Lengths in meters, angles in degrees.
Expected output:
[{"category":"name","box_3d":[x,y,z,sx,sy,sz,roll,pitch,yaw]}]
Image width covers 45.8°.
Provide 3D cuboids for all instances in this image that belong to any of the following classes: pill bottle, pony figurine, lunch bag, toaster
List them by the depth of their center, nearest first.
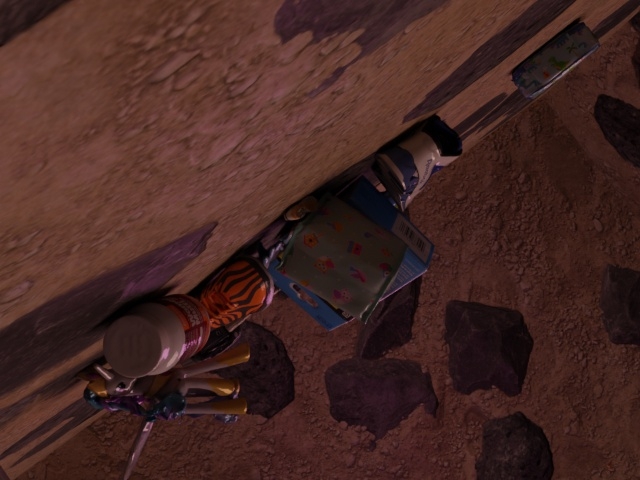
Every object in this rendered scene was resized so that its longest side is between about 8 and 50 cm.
[{"category":"pill bottle","box_3d":[-0.276,0.161,1.293,0.121,0.121,0.221,-37,176,9]},{"category":"lunch bag","box_3d":[0.058,0.019,1.560,0.160,0.223,0.262,-62,176,27]},{"category":"pony figurine","box_3d":[-0.357,0.353,1.720,0.363,0.303,0.351,-2,145,-16]},{"category":"lunch bag","box_3d":[0.588,-0.447,1.900,0.219,0.090,0.176,-38,175,23]},{"category":"toaster","box_3d":[-0.357,0.302,2.287,0.227,0.129,0.146,-36,179,-33]}]

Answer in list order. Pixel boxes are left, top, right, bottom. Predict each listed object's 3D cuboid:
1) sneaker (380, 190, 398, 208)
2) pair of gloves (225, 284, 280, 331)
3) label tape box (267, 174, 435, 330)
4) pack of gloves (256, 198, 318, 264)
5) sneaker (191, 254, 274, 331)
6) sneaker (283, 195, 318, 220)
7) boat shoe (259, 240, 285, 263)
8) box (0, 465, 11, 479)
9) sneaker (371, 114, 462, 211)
[{"category":"sneaker","box_3d":[0.137,-0.109,2.297,0.209,0.082,0.069,-19,-164,18]},{"category":"pair of gloves","box_3d":[-0.184,0.134,2.019,0.204,0.042,0.240,-39,-162,4]},{"category":"label tape box","box_3d":[0.060,0.042,1.813,0.347,0.249,0.115,-37,-164,38]},{"category":"pack of gloves","box_3d":[-0.102,0.003,1.669,0.195,0.046,0.232,-51,180,-20]},{"category":"sneaker","box_3d":[-0.228,0.151,1.584,0.180,0.124,0.321,-35,176,-41]},{"category":"sneaker","box_3d":[-0.039,-0.062,1.455,0.037,0.032,0.083,-17,-172,42]},{"category":"boat shoe","box_3d":[-0.127,0.047,1.910,0.206,0.075,0.065,-42,-141,8]},{"category":"box","box_3d":[-0.668,0.458,1.226,0.311,0.148,0.121,-33,176,-23]},{"category":"sneaker","box_3d":[0.223,-0.173,1.679,0.182,0.127,0.315,-34,175,-2]}]
